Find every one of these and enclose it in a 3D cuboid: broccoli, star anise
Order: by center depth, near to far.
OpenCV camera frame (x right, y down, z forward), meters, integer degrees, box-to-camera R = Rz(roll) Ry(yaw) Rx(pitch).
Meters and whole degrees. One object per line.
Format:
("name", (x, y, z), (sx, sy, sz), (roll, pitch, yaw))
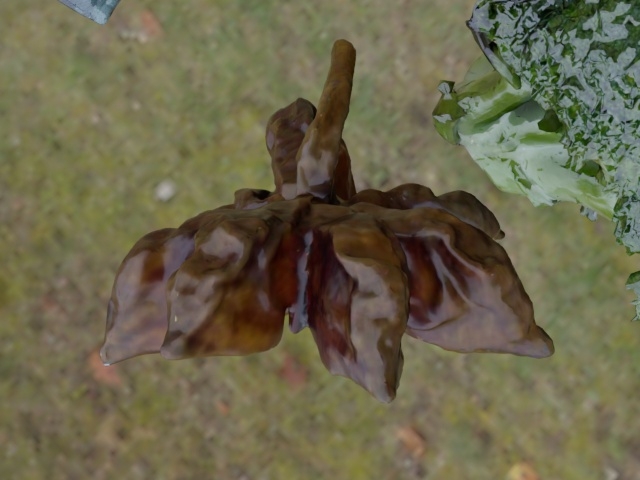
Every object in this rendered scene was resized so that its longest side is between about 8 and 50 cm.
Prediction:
("star anise", (-0.004, 0.005, 0.834), (0.212, 0.196, 0.111), (44, 156, 42))
("broccoli", (0.206, -0.087, 1.002), (0.283, 0.321, 0.304), (-14, 101, 46))

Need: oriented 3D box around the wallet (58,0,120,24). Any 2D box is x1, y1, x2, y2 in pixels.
("wallet", (-0.144, -0.175, 0.950), (0.129, 0.088, 0.026), (31, 160, -9))
